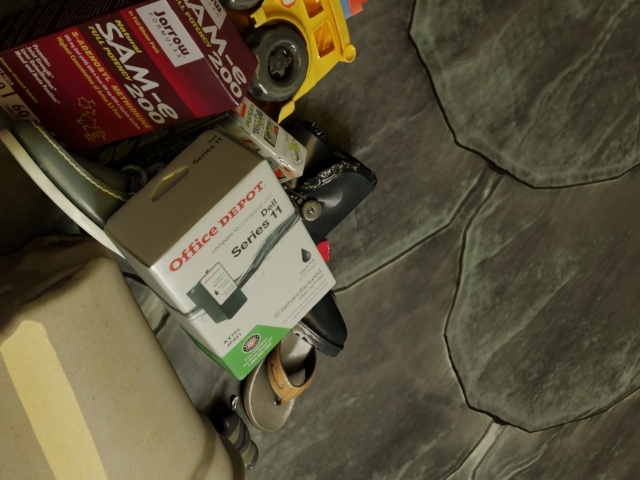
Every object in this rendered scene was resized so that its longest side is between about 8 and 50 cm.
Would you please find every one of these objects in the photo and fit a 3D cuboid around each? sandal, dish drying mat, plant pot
[{"bbox_3d":[-0.034,0.162,1.240,0.090,0.060,0.219,21,103,-36],"label":"sandal"},{"bbox_3d":[-0.026,0.024,1.204,0.083,0.008,0.032,-17,121,-22],"label":"dish drying mat"},{"bbox_3d":[-0.277,0.172,0.972,0.333,0.334,0.305,-23,113,-18],"label":"plant pot"}]

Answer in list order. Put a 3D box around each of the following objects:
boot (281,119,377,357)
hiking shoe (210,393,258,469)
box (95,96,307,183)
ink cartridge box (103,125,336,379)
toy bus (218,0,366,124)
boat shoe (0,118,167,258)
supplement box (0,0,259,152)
[{"bbox_3d":[0.000,0.000,1.135,0.207,0.094,0.246,-46,111,2],"label":"boot"},{"bbox_3d":[-0.196,0.281,1.209,0.227,0.086,0.114,-25,112,-23],"label":"hiking shoe"},{"bbox_3d":[-0.129,-0.082,0.984,0.114,0.207,0.036,38,49,-38],"label":"box"},{"bbox_3d":[-0.092,0.016,0.925,0.153,0.087,0.208,-45,139,-13],"label":"ink cartridge box"},{"bbox_3d":[-0.049,-0.260,0.966,0.211,0.149,0.220,-37,126,-24],"label":"toy bus"},{"bbox_3d":[-0.186,-0.038,0.952,0.099,0.116,0.319,-47,135,-2],"label":"boat shoe"},{"bbox_3d":[-0.194,-0.165,0.875,0.239,0.073,0.130,-11,134,28],"label":"supplement box"}]
